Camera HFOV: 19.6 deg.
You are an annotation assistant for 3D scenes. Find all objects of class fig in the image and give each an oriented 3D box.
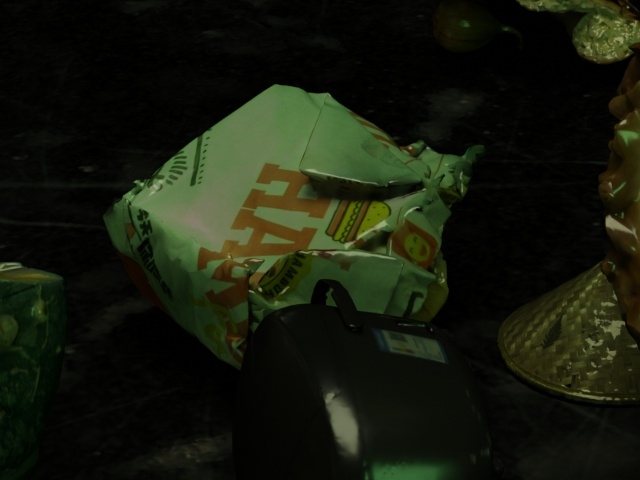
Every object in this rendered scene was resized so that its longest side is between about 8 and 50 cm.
[{"bbox_3d":[0.137,-0.183,1.605,0.083,0.050,0.050,12,25,-9],"label":"fig"}]

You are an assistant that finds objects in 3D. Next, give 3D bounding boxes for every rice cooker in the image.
[{"bbox_3d":[0.019,0.106,0.944,0.118,0.142,0.203,5,26,-12],"label":"rice cooker"}]

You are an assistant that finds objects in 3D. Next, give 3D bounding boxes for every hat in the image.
[{"bbox_3d":[0.181,0.036,1.140,0.146,0.067,0.146,-2,27,1],"label":"hat"}]

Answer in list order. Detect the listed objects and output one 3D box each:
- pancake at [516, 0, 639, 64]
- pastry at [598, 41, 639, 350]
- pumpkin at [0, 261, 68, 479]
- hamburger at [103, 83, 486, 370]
[{"bbox_3d":[0.194,-0.210,1.605,0.212,0.056,0.257,24,19,17],"label":"pancake"},{"bbox_3d":[0.334,0.024,0.870,0.337,0.292,0.405,13,32,-33],"label":"pastry"},{"bbox_3d":[-0.282,0.094,0.935,0.293,0.197,0.263,8,3,40],"label":"pumpkin"},{"bbox_3d":[0.002,-0.003,1.178,0.235,0.125,0.214,-26,41,-31],"label":"hamburger"}]
